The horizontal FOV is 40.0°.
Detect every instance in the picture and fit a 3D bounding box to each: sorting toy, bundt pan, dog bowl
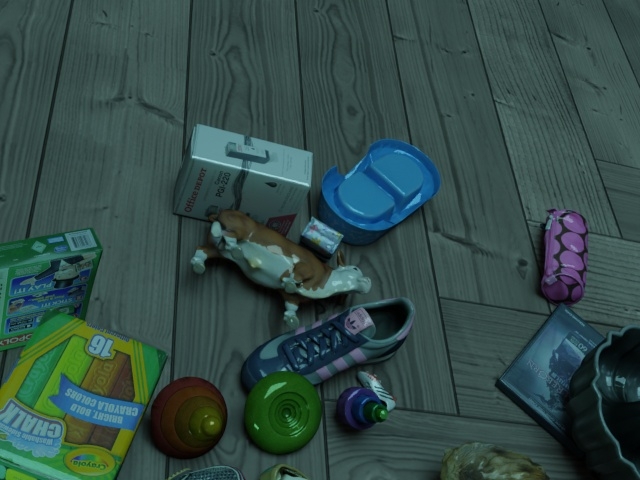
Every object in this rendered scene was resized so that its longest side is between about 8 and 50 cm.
[{"bbox_3d":[-0.058,0.261,1.299,0.366,0.126,0.127,2,85,-24],"label":"sorting toy"},{"bbox_3d":[0.566,0.320,1.545,0.331,0.124,0.330,15,56,-23],"label":"bundt pan"},{"bbox_3d":[0.112,-0.093,1.739,0.166,0.074,0.297,44,49,14],"label":"dog bowl"}]

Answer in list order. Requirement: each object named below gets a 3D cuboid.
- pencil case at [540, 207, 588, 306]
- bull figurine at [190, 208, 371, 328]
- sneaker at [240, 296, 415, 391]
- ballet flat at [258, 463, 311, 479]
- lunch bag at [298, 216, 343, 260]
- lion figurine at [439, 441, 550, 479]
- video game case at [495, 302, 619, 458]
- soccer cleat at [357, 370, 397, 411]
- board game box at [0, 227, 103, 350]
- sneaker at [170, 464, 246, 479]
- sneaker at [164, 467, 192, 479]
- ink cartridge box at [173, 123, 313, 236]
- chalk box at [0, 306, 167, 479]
[{"bbox_3d":[0.496,0.030,1.804,0.098,0.095,0.209,45,39,-28],"label":"pencil case"},{"bbox_3d":[-0.069,0.048,1.505,0.310,0.101,0.188,25,22,4],"label":"bull figurine"},{"bbox_3d":[0.018,0.161,1.443,0.319,0.131,0.112,-18,63,-35],"label":"sneaker"},{"bbox_3d":[0.011,0.405,1.275,0.232,0.073,0.080,32,47,3],"label":"ballet flat"},{"bbox_3d":[0.000,0.000,1.610,0.071,0.083,0.053,32,80,1],"label":"lunch bag"},{"bbox_3d":[0.337,0.468,1.299,0.240,0.142,0.392,16,31,-35],"label":"lion figurine"},{"bbox_3d":[0.469,0.254,1.648,0.196,0.026,0.274,41,47,12],"label":"video game case"},{"bbox_3d":[0.091,0.253,1.471,0.083,0.029,0.035,44,44,8],"label":"soccer cleat"},{"bbox_3d":[-0.476,0.090,1.218,0.317,0.213,0.046,-12,59,-33],"label":"board game box"},{"bbox_3d":[-0.194,0.341,1.056,0.121,0.112,0.299,29,26,29],"label":"sneaker"},{"bbox_3d":[-0.219,0.387,1.186,0.084,0.069,0.185,42,48,19],"label":"sneaker"},{"bbox_3d":[-0.141,-0.104,1.572,0.218,0.158,0.092,14,49,-13],"label":"ink cartridge box"},{"bbox_3d":[-0.344,0.270,1.151,0.180,0.179,0.289,22,47,-6],"label":"chalk box"}]
